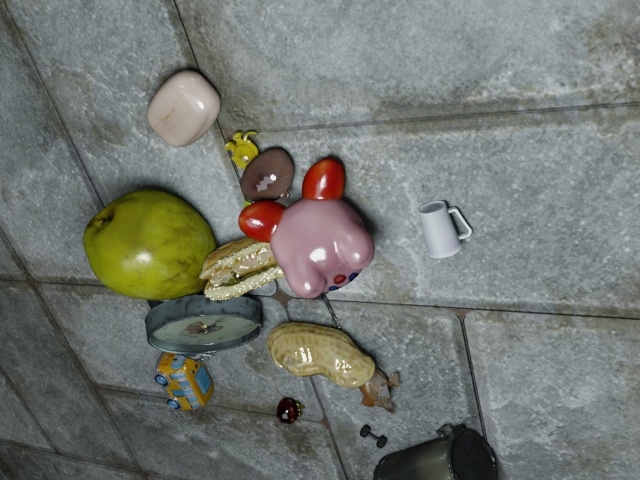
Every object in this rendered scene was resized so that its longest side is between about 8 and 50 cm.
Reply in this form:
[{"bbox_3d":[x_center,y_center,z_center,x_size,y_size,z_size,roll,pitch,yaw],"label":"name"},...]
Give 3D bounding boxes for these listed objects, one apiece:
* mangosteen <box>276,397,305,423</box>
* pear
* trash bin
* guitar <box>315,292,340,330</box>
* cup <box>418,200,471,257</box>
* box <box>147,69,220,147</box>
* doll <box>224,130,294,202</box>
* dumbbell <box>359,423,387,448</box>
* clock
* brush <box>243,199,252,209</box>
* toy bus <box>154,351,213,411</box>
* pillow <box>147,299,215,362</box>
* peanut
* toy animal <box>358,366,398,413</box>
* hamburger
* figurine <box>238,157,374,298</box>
[{"bbox_3d":[-0.098,0.526,2.131,0.081,0.081,0.081,15,130,18],"label":"mangosteen"},{"bbox_3d":[-0.413,0.026,1.786,0.375,0.287,0.287,31,137,-24],"label":"pear"},{"bbox_3d":[0.320,0.660,1.923,0.301,0.203,0.252,-37,78,41],"label":"trash bin"},{"bbox_3d":[0.002,0.148,1.819,0.088,0.025,0.233,-8,120,32],"label":"guitar"},{"bbox_3d":[0.274,-0.027,1.515,0.104,0.074,0.116,-16,113,10],"label":"cup"},{"bbox_3d":[-0.318,-0.302,1.603,0.146,0.088,0.200,46,131,-9],"label":"box"},{"bbox_3d":[-0.135,-0.174,1.611,0.145,0.096,0.188,-21,88,23],"label":"doll"},{"bbox_3d":[0.158,0.585,2.065,0.083,0.036,0.040,33,133,2],"label":"dumbbell"},{"bbox_3d":[-0.318,0.233,1.902,0.325,0.067,0.325,-8,155,-4],"label":"clock"},{"bbox_3d":[-0.186,-0.067,1.759,0.019,0.021,0.083,20,126,12],"label":"brush"},{"bbox_3d":[-0.430,0.443,2.221,0.136,0.126,0.209,-6,121,22],"label":"toy bus"},{"bbox_3d":[-0.419,0.235,2.072,0.162,0.092,0.335,0,125,23],"label":"pillow"},{"bbox_3d":[-0.004,0.305,1.849,0.325,0.153,0.140,17,142,31],"label":"peanut"},{"bbox_3d":[0.136,0.404,1.913,0.179,0.089,0.188,2,127,47],"label":"toy animal"},{"bbox_3d":[-0.184,0.055,1.754,0.262,0.131,0.124,-24,116,6],"label":"hamburger"},{"bbox_3d":[-0.003,-0.005,1.585,0.270,0.211,0.261,-34,75,4],"label":"figurine"}]
